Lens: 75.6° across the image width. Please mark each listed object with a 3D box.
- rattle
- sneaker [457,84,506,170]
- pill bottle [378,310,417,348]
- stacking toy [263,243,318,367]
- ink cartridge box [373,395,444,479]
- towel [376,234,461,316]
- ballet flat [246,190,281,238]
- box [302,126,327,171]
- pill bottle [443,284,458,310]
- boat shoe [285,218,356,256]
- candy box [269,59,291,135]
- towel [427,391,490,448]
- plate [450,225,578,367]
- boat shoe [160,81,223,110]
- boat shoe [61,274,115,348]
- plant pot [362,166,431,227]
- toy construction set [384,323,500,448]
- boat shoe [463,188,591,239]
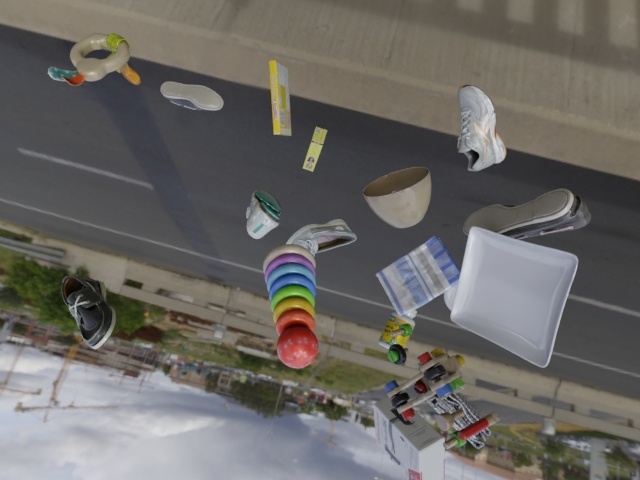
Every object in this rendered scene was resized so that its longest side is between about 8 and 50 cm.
[{"bbox_3d":[-0.513,-0.375,0.953,0.130,0.199,0.142,17,148,-12],"label":"rattle"},{"bbox_3d":[0.452,-0.325,1.223,0.262,0.121,0.099,60,175,-17],"label":"sneaker"},{"bbox_3d":[0.354,0.395,1.862,0.118,0.208,0.117,27,172,4],"label":"pill bottle"},{"bbox_3d":[-0.061,0.157,0.980,0.141,0.330,0.141,-5,128,-7],"label":"stacking toy"},{"bbox_3d":[0.315,0.724,1.500,0.114,0.196,0.273,-15,-159,-23],"label":"ink cartridge box"},{"bbox_3d":[0.365,0.132,1.547,0.285,0.209,0.034,-35,149,18],"label":"towel"},{"bbox_3d":[-0.228,-0.099,1.562,0.139,0.139,0.400,18,-167,-11],"label":"ballet flat"},{"bbox_3d":[-0.028,-0.426,1.945,0.058,0.087,0.232,17,155,-5],"label":"box"},{"bbox_3d":[0.628,0.209,1.750,0.153,0.153,0.265,3,-170,30],"label":"pill bottle"},{"bbox_3d":[0.000,0.002,1.625,0.321,0.118,0.103,-17,-133,-38],"label":"boat shoe"},{"bbox_3d":[-0.119,-0.422,1.239,0.027,0.205,0.105,0,-169,13],"label":"candy box"},{"bbox_3d":[0.570,0.707,1.745,0.284,0.121,0.235,42,178,5],"label":"towel"},{"bbox_3d":[0.472,0.128,1.031,0.045,0.277,0.278,-1,-164,-35],"label":"plate"},{"bbox_3d":[-0.419,-0.470,1.367,0.206,0.075,0.065,14,170,-2],"label":"boat shoe"},{"bbox_3d":[-0.491,0.144,0.860,0.233,0.084,0.079,36,173,46],"label":"boat shoe"},{"bbox_3d":[0.342,-0.164,1.738,0.284,0.284,0.190,-3,118,41],"label":"plant pot"},{"bbox_3d":[0.357,0.403,1.151,0.237,0.257,0.309,-9,-150,-30],"label":"toy construction set"},{"bbox_3d":[0.522,-0.043,1.078,0.096,0.112,0.335,32,160,-18],"label":"boat shoe"}]
